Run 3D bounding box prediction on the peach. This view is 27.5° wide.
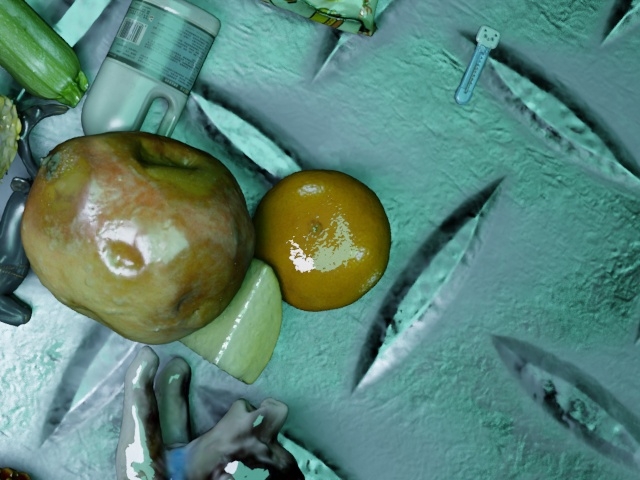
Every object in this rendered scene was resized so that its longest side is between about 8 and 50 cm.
[{"bbox_3d":[-0.185,-0.010,1.298,0.235,0.214,0.214,32,87,-36],"label":"peach"}]

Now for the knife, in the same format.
[{"bbox_3d":[0.179,-0.200,1.498,0.027,0.010,0.096,23,89,-11],"label":"knife"}]

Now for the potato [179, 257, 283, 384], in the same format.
[{"bbox_3d":[-0.101,0.073,1.409,0.081,0.149,0.120,36,83,-43],"label":"potato"}]

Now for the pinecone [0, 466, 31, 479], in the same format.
[{"bbox_3d":[-0.344,0.283,1.380,0.102,0.102,0.109,-32,129,-8],"label":"pinecone"}]

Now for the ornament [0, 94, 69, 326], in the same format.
[{"bbox_3d":[-0.359,-0.052,1.370,0.202,0.080,0.236,23,91,-14],"label":"ornament"}]

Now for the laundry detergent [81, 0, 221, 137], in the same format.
[{"bbox_3d":[-0.195,-0.154,1.397,0.099,0.070,0.226,25,88,-19],"label":"laundry detergent"}]

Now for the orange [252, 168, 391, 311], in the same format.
[{"bbox_3d":[0.000,0.000,1.417,0.156,0.124,0.156,0,79,2],"label":"orange"}]

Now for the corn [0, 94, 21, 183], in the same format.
[{"bbox_3d":[-0.438,-0.135,1.291,0.305,0.122,0.123,20,74,11],"label":"corn"}]

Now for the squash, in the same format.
[{"bbox_3d":[-0.323,-0.218,1.347,0.068,0.077,0.219,-45,121,0],"label":"squash"}]

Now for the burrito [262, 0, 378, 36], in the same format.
[{"bbox_3d":[-0.056,-0.314,1.423,0.288,0.054,0.104,19,89,-11],"label":"burrito"}]

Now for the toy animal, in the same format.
[{"bbox_3d":[-0.125,0.316,1.351,0.302,0.194,0.344,32,89,10],"label":"toy animal"}]
